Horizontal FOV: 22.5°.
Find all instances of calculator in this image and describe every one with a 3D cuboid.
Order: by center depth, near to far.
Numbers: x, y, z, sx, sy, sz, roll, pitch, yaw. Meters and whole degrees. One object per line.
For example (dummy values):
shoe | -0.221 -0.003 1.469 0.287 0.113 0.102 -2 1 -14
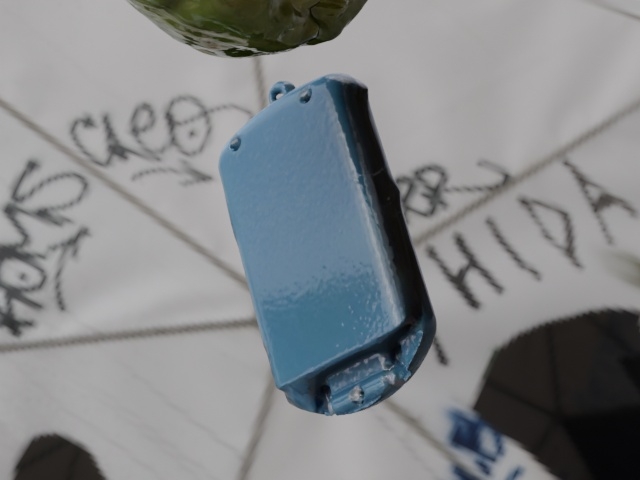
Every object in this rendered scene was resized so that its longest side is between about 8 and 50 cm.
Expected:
calculator | 0.000 0.000 1.323 0.051 0.293 0.173 4 -27 -46

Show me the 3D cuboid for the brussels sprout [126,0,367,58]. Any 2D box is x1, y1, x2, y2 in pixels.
brussels sprout | -0.074 -0.292 1.149 0.268 0.344 0.344 -36 -26 10
